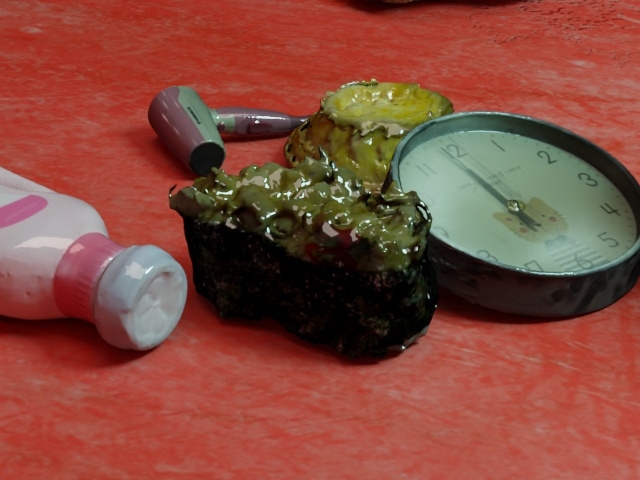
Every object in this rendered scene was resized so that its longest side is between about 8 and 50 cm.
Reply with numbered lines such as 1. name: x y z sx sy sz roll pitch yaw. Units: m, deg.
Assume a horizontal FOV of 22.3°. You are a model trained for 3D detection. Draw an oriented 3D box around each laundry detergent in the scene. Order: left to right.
1. laundry detergent: -0.254 -0.001 1.293 0.335 0.088 0.159 20 34 29

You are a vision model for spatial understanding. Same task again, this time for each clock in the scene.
1. clock: 0.162 -0.027 1.338 0.226 0.049 0.226 8 39 -7

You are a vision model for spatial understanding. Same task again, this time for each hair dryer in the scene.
1. hair dryer: -0.074 -0.108 1.529 0.154 0.054 0.106 -9 35 -26

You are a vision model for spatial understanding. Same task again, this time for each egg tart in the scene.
1. egg tart: 0.056 -0.094 1.480 0.191 0.074 0.191 -2 29 1

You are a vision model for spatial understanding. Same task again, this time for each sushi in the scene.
1. sushi: 0.000 0.000 1.266 0.212 0.115 0.147 20 34 32

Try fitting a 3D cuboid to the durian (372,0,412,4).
1. durian: 0.132 -0.342 1.867 0.250 0.138 0.183 -10 39 -7
